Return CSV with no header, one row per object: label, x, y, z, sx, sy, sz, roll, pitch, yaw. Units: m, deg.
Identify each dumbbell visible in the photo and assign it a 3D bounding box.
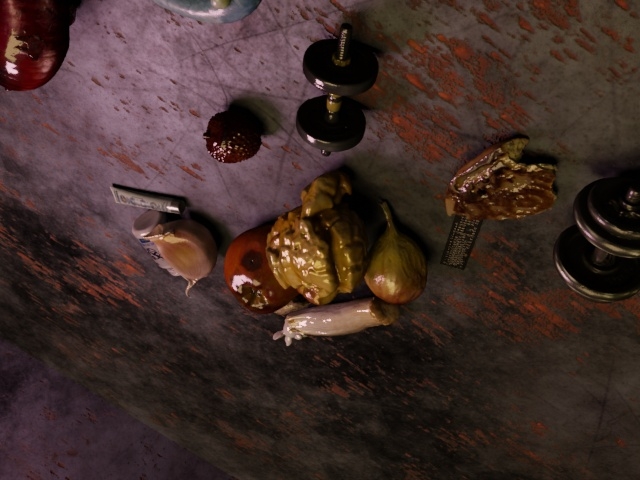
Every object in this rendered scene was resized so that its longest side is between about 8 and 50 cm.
dumbbell,0.562,-0.003,1.373,0.192,0.192,0.290,17,142,12
dumbbell,0.029,-0.281,1.386,0.143,0.143,0.325,20,143,7

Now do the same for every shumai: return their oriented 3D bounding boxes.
shumai,-0.087,0.142,2.002,0.145,0.145,0.116,-24,83,45

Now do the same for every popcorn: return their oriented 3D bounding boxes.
popcorn,0.000,0.000,1.652,0.225,0.265,0.332,-3,124,-26

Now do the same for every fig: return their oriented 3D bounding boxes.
fig,0.168,0.024,1.700,0.159,0.159,0.257,0,117,30

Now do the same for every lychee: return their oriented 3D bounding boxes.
lychee,-0.197,-0.228,1.604,0.129,0.123,0.123,24,144,-12

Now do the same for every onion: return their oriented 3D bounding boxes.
onion,-0.614,-0.458,1.470,0.314,0.232,0.314,16,110,53

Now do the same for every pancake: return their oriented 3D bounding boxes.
pancake,0.357,-0.122,1.464,0.257,0.056,0.212,-7,140,25

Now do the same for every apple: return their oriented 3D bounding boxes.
apple,-0.137,0.079,1.859,0.230,0.230,0.230,16,142,13

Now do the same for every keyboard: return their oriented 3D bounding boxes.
keyboard,0.327,0.003,1.666,0.064,0.010,0.198,17,142,9

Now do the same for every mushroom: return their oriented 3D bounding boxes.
mushroom,0.059,0.211,1.997,0.351,0.095,0.123,-15,154,36

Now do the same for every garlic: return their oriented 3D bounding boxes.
garlic,-0.353,0.045,1.996,0.148,0.128,0.266,-7,124,25

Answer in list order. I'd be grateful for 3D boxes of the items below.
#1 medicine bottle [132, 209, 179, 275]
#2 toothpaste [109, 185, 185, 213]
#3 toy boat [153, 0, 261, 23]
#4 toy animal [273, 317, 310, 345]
medicine bottle,-0.444,0.010,2.038,0.107,0.107,0.191,-3,134,32
toothpaste,-0.482,-0.110,1.974,0.239,0.039,0.062,11,136,22
toy boat,-0.262,-0.501,1.309,0.330,0.123,0.215,26,142,2
toy animal,-0.075,0.269,2.170,0.071,0.085,0.124,30,152,-36
